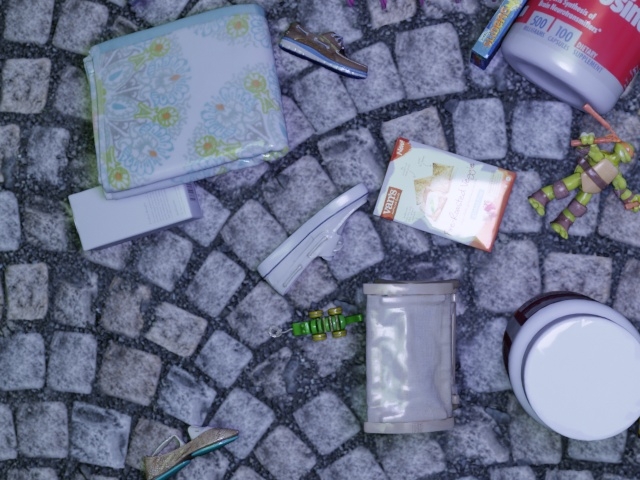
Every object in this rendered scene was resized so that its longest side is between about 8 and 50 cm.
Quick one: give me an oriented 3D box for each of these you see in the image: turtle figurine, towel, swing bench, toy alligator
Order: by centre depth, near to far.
[{"bbox_3d":[0.166,0.198,1.774,0.165,0.255,0.253,0,91,8],"label":"swing bench"},{"bbox_3d":[0.482,-0.119,1.793,0.217,0.087,0.269,-41,124,14],"label":"turtle figurine"},{"bbox_3d":[-0.258,-0.261,1.872,0.374,0.090,0.320,-14,71,9],"label":"towel"},{"bbox_3d":[-0.013,0.165,1.901,0.190,0.051,0.056,-10,89,8],"label":"toy alligator"}]

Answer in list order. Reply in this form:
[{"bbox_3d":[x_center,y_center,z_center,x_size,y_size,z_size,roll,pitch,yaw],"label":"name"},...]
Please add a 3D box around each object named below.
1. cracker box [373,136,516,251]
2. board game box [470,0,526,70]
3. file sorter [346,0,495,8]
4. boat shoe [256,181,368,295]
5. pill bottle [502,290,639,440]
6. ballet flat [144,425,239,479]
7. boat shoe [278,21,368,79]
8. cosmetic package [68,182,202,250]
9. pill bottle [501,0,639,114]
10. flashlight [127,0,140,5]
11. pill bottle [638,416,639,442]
[{"bbox_3d":[0.232,-0.086,1.857,0.232,0.067,0.155,18,92,8],"label":"cracker box"},{"bbox_3d":[0.343,-0.412,1.805,0.035,0.136,0.201,34,94,6],"label":"board game box"},{"bbox_3d":[0.179,-0.526,1.794,0.291,0.202,0.182,-1,92,8],"label":"file sorter"},{"bbox_3d":[0.000,0.000,1.878,0.267,0.096,0.088,-41,89,7],"label":"boat shoe"},{"bbox_3d":[0.425,0.204,1.668,0.224,0.392,0.224,0,91,8],"label":"pill bottle"},{"bbox_3d":[-0.258,0.401,1.931,0.206,0.073,0.067,-29,72,4],"label":"ballet flat"},{"bbox_3d":[0.013,-0.364,1.886,0.183,0.066,0.066,24,92,7],"label":"boat shoe"},{"bbox_3d":[-0.359,-0.065,1.933,0.231,0.085,0.117,-16,87,9],"label":"cosmetic package"},{"bbox_3d":[0.516,-0.445,1.734,0.229,0.229,0.407,33,95,6],"label":"pill bottle"},{"bbox_3d":[-0.280,-0.586,1.911,0.304,0.103,0.103,-38,112,6],"label":"flashlight"},{"bbox_3d":[0.630,0.281,1.786,0.103,0.103,0.184,3,91,8],"label":"pill bottle"}]
